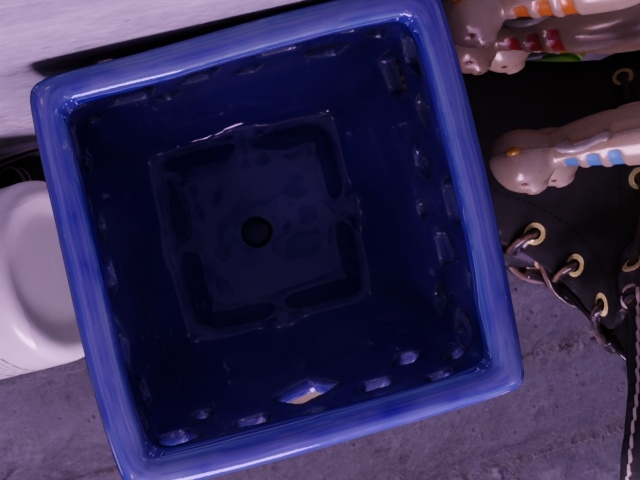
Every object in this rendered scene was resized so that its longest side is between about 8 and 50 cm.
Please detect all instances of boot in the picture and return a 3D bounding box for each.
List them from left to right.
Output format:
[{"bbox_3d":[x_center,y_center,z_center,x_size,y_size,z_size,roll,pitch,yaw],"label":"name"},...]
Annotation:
[{"bbox_3d":[0.155,0.012,1.205,0.284,0.377,0.138,3,150,19],"label":"boot"}]

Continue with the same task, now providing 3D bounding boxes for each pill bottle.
[{"bbox_3d":[-0.273,0.044,1.273,0.229,0.131,0.131,-15,178,32],"label":"pill bottle"}]

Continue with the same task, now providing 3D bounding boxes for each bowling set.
[{"bbox_3d":[0.157,-0.070,1.080,0.154,0.199,0.287,-11,176,18],"label":"bowling set"}]

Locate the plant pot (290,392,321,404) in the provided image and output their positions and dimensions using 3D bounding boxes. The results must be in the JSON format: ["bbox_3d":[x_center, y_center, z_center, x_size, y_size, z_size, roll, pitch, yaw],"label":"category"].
[{"bbox_3d":[0.000,0.000,1.758,0.284,0.284,0.191,-14,146,1],"label":"plant pot"}]

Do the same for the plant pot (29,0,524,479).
[{"bbox_3d":[-0.031,-0.007,1.041,0.236,0.236,0.212,-14,-175,-5],"label":"plant pot"}]

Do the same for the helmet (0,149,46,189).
[{"bbox_3d":[-0.185,0.008,1.393,0.169,0.161,0.169,-14,179,0],"label":"helmet"}]

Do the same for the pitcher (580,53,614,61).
[{"bbox_3d":[0.288,-0.141,1.344,0.207,0.125,0.178,-26,153,27],"label":"pitcher"}]

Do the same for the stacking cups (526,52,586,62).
[{"bbox_3d":[0.145,-0.106,1.474,0.316,0.096,0.096,-12,178,-38],"label":"stacking cups"}]
